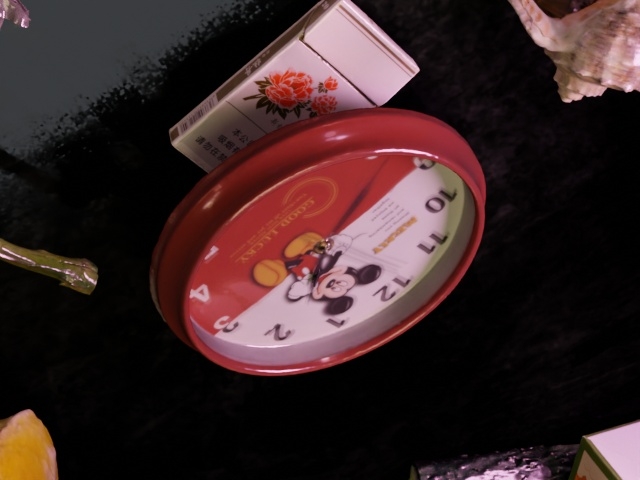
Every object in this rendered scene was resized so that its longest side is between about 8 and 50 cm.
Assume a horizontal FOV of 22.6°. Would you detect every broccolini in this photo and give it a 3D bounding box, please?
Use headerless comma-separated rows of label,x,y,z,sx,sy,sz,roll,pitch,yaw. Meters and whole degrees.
broccolini,-0.293,-0.017,1.337,0.254,0.071,0.057,22,82,-39

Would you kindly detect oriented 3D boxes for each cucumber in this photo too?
cucumber,0.201,0.273,1.749,0.211,0.062,0.078,-3,130,-13

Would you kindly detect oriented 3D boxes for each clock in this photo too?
clock,0.000,0.000,1.444,0.318,0.080,0.318,-17,141,-14

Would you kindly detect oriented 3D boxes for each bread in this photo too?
bread,-0.334,0.257,1.526,0.171,0.197,0.197,3,129,-1

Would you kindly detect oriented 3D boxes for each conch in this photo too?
conch,0.230,-0.211,1.309,0.155,0.130,0.207,7,113,-36

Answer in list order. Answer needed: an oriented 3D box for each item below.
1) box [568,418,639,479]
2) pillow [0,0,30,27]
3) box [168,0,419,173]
box,0.389,0.294,1.715,0.195,0.177,0.148,-12,133,-26
pillow,-0.336,-0.120,1.282,0.169,0.059,0.255,6,129,-20
box,-0.024,-0.120,1.384,0.198,0.029,0.109,-38,129,18
